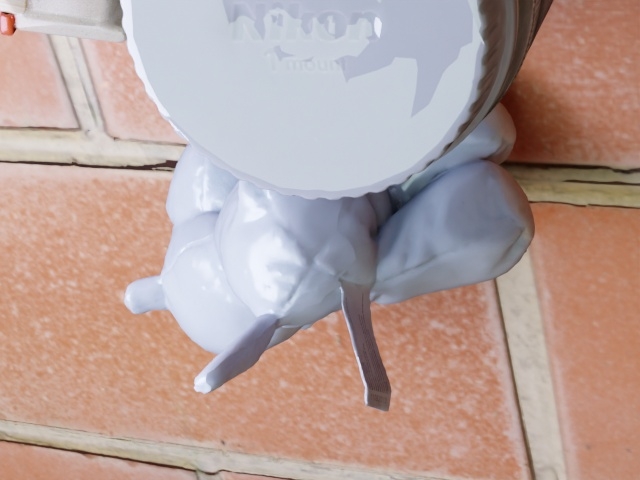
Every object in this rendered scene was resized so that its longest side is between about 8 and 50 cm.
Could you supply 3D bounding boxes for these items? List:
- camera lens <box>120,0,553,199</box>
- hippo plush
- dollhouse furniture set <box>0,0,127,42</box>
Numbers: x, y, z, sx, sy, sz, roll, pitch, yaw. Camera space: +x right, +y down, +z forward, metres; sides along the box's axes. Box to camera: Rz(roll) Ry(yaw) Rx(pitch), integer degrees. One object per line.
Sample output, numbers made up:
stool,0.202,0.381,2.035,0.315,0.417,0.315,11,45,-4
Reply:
camera lens,0.028,-0.171,1.027,0.219,0.274,0.219,9,121,14
hippo plush,0.000,0.000,1.255,0.234,0.294,0.236,8,160,-18
dollhouse furniture set,-0.142,-0.236,1.090,0.135,0.259,0.262,14,132,4
